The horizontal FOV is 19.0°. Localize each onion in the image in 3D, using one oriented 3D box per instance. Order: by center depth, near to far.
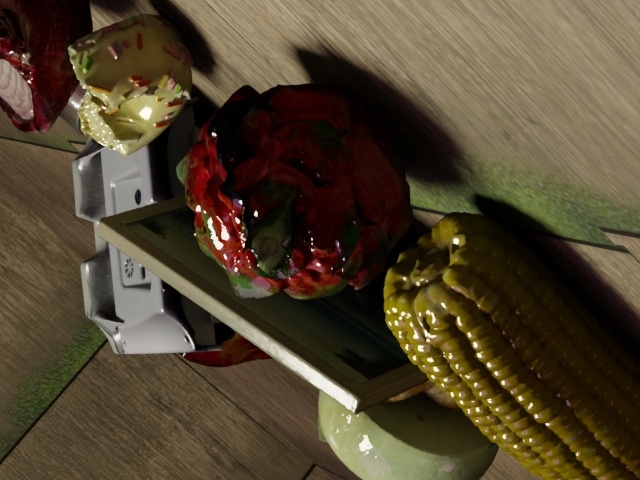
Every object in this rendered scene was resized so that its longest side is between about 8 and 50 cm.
[{"bbox_3d":[-0.261,-0.204,1.650,0.227,0.120,0.283,62,169,-23],"label":"onion"}]

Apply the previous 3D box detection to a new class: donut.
[{"bbox_3d":[-0.156,-0.134,1.644,0.065,0.108,0.166,57,167,18],"label":"donut"}]

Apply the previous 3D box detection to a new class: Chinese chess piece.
[{"bbox_3d":[0.089,0.173,1.904,0.188,0.188,0.083,37,126,14],"label":"Chinese chess piece"}]

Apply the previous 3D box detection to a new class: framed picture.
[{"bbox_3d":[-0.008,0.035,1.672,0.315,0.232,0.024,31,122,31],"label":"framed picture"}]

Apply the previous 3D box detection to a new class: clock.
[{"bbox_3d":[-0.163,-0.012,1.845,0.083,0.253,0.186,-5,178,-32],"label":"clock"}]

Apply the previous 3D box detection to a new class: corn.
[{"bbox_3d":[0.191,0.119,1.485,0.344,0.131,0.131,41,169,-22],"label":"corn"}]

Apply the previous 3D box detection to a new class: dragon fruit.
[{"bbox_3d":[-0.017,-0.038,1.444,0.182,0.182,0.188,42,160,-12],"label":"dragon fruit"}]

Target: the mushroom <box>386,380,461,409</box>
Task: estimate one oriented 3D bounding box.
[{"bbox_3d":[0.107,0.111,1.837,0.126,0.109,0.085,40,-149,-1],"label":"mushroom"}]

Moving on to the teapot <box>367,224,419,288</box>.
[{"bbox_3d":[0.005,-0.011,1.652,0.177,0.096,0.087,32,167,30],"label":"teapot"}]

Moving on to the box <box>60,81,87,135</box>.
[{"bbox_3d":[-0.311,-0.211,1.981,0.224,0.069,0.120,41,169,2],"label":"box"}]

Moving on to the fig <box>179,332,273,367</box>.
[{"bbox_3d":[-0.126,0.021,2.026,0.290,0.190,0.190,28,165,42],"label":"fig"}]
